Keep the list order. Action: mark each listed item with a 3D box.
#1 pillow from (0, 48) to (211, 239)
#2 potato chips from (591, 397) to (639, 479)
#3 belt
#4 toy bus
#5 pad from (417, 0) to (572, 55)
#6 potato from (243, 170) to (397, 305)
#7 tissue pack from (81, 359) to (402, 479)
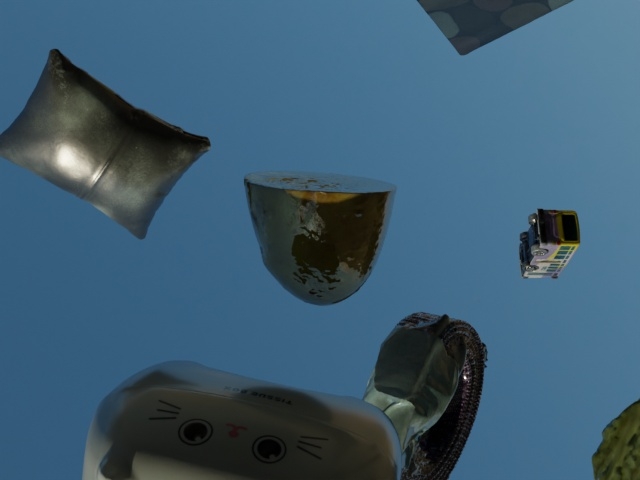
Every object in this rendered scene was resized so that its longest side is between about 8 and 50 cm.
[{"bbox_3d":[-0.299,-0.125,1.463,0.250,0.186,0.106,30,-155,-19],"label":"pillow"},{"bbox_3d":[0.651,0.364,1.678,0.373,0.389,0.097,55,179,32],"label":"potato chips"},{"bbox_3d":[0.156,0.270,1.736,0.324,0.122,0.260,-59,-36,-25],"label":"belt"},{"bbox_3d":[0.266,0.005,1.268,0.058,0.102,0.052,1,-115,-2],"label":"toy bus"},{"bbox_3d":[0.236,-0.325,1.332,0.158,0.235,0.003,42,-144,-39],"label":"pad"},{"bbox_3d":[0.000,0.000,1.301,0.178,0.204,0.158,-10,-78,-48],"label":"potato"},{"bbox_3d":[-0.089,0.272,1.149,0.333,0.229,0.236,11,-161,10],"label":"tissue pack"}]
